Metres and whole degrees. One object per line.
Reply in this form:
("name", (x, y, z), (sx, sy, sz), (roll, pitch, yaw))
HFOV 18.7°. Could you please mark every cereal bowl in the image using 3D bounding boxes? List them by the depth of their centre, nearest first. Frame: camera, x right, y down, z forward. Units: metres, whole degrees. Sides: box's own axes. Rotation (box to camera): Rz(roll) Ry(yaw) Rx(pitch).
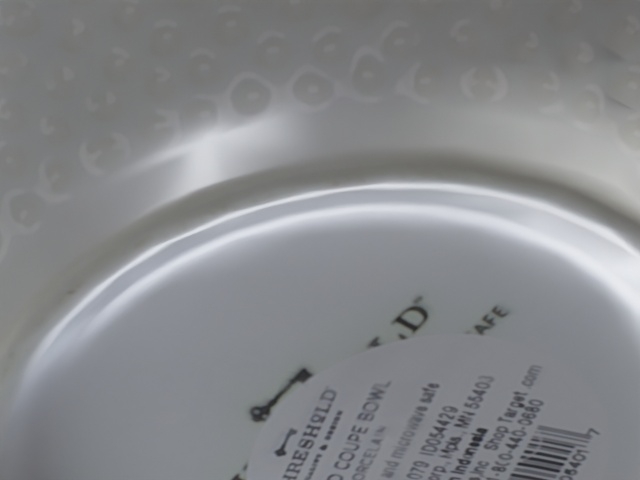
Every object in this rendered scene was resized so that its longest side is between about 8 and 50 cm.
("cereal bowl", (0.000, 0.000, 0.437), (0.339, 0.141, 0.339), (-4, 130, -5))
